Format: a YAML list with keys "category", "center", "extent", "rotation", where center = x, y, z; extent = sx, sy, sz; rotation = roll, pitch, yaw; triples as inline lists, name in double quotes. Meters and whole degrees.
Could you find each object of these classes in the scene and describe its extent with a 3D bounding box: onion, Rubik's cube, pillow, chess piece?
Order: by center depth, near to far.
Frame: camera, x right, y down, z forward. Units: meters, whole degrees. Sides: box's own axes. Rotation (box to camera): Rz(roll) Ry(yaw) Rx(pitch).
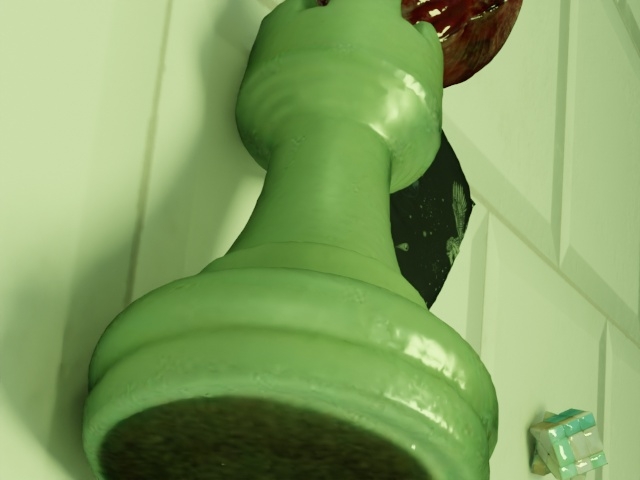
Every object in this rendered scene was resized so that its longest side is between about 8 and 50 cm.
- category: "chess piece"
  center: [0.000, 0.000, 0.580]
  extent: [0.194, 0.195, 0.299]
  rotation: [60, 29, -44]
- category: "onion"
  center: [0.076, -0.155, 0.776]
  extent: [0.206, 0.151, 0.098]
  rotation: [-3, 106, -47]
- category: "pillow"
  center: [0.067, -0.020, 0.833]
  extent: [0.141, 0.055, 0.208]
  rotation: [65, 34, -27]
- category: "Rubik's cube"
  center: [0.271, 0.231, 1.213]
  extent: [0.073, 0.075, 0.084]
  rotation: [175, -86, -72]
